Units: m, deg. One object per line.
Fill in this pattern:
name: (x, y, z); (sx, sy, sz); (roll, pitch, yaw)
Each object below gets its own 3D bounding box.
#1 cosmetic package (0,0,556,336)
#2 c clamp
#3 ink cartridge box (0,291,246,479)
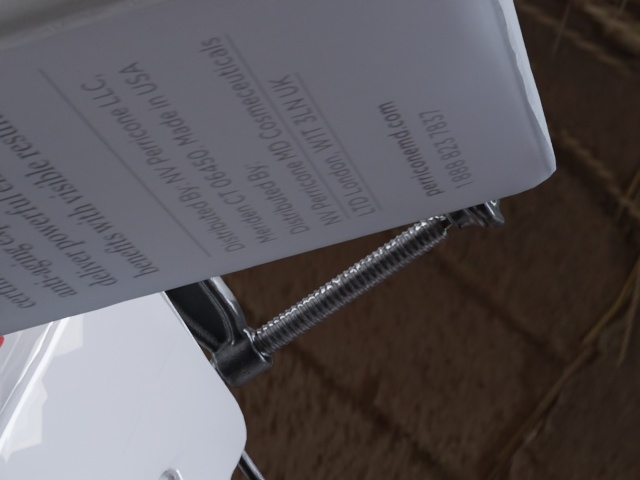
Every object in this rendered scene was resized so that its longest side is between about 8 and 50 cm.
cosmetic package: (-0.190, -0.079, 0.503); (0.453, 0.161, 0.230); (-15, 68, 8)
c clamp: (0.000, 0.000, 0.673); (0.160, 0.022, 0.137); (-39, 97, 13)
ink cartridge box: (-0.152, 0.096, 0.604); (0.219, 0.092, 0.160); (-17, 30, 25)
